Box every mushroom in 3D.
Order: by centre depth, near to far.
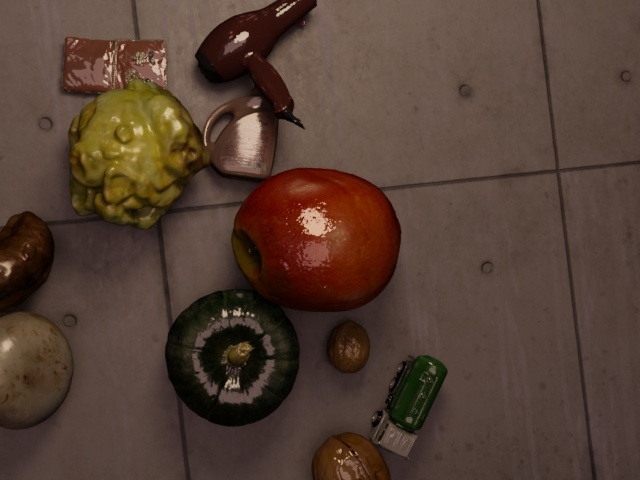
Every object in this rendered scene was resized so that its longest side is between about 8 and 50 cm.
[{"bbox_3d":[-0.653,0.269,1.457,0.244,0.243,0.243,0,89,-10],"label":"mushroom"}]

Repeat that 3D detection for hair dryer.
[{"bbox_3d":[-0.085,-0.388,1.537,0.313,0.123,0.340,-33,66,-4],"label":"hair dryer"}]

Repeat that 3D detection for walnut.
[{"bbox_3d":[0.071,0.535,1.584,0.167,0.167,0.207,-28,95,-9],"label":"walnut"},{"bbox_3d":[0.066,0.247,1.622,0.105,0.105,0.124,16,75,-9],"label":"walnut"}]

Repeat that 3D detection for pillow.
[{"bbox_3d":[-0.461,-0.392,1.571,0.233,0.043,0.126,-1,90,-9],"label":"pillow"}]

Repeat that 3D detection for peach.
[{"bbox_3d":[0.000,-0.002,1.519,0.373,0.372,0.289,-4,119,-10],"label":"peach"}]

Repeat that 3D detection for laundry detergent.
[{"bbox_3d":[-0.182,-0.259,1.600,0.171,0.076,0.237,6,86,-9],"label":"laundry detergent"}]

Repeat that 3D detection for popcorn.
[{"bbox_3d":[-0.390,-0.172,1.465,0.312,0.312,0.312,0,89,-10],"label":"popcorn"}]

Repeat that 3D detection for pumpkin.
[{"bbox_3d":[-0.188,0.256,1.519,0.300,0.207,0.300,0,87,-11],"label":"pumpkin"}]

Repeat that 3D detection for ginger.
[{"bbox_3d":[-0.653,0.066,1.411,0.165,0.321,0.172,-8,111,21],"label":"ginger"}]

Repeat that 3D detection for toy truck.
[{"bbox_3d":[0.210,0.382,1.628,0.101,0.125,0.242,28,85,-9],"label":"toy truck"}]

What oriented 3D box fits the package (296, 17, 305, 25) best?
[{"bbox_3d":[-0.079,-0.529,1.649,0.083,0.029,0.059,-10,87,-1],"label":"package"}]
